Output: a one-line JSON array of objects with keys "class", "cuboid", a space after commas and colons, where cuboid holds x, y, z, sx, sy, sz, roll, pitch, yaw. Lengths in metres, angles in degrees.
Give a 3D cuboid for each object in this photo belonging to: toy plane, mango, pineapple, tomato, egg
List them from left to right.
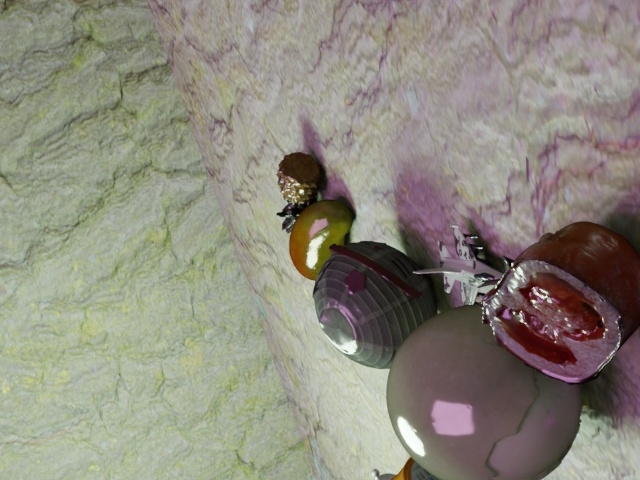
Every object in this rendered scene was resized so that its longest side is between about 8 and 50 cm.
[{"class": "pineapple", "cuboid": [-0.054, -0.106, 2.112, 0.111, 0.119, 0.237, 46, 152, 25]}, {"class": "mango", "cuboid": [-0.003, -0.003, 2.059, 0.146, 0.129, 0.289, 55, 151, 29]}, {"class": "toy plane", "cuboid": [0.254, 0.050, 1.420, 0.234, 0.082, 0.160, 3, 104, 56]}, {"class": "egg", "cuboid": [0.248, 0.234, 1.291, 0.278, 0.278, 0.336, 69, 164, -3]}, {"class": "tomato", "cuboid": [0.313, 0.058, 1.073, 0.181, 0.155, 0.214, 42, 150, 10]}]

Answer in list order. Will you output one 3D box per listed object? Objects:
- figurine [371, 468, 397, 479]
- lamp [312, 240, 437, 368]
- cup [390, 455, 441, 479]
[{"class": "figurine", "cuboid": [0.211, 0.704, 2.170, 0.274, 0.194, 0.133, 60, 146, 30]}, {"class": "lamp", "cuboid": [0.108, 0.119, 1.690, 0.265, 0.233, 0.233, 33, 147, 27]}, {"class": "cup", "cuboid": [0.231, 0.584, 2.032, 0.264, 0.182, 0.226, 103, 174, -51]}]
